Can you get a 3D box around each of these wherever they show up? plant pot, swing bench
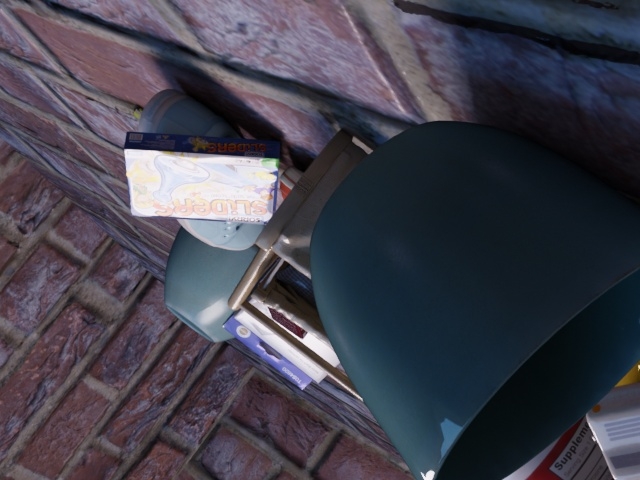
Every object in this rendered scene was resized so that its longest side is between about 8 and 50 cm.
[{"bbox_3d":[0.129,0.039,0.874,0.235,0.293,0.293,47,173,27],"label":"plant pot"},{"bbox_3d":[-0.218,0.099,2.168,0.290,0.195,0.290,35,167,9],"label":"plant pot"},{"bbox_3d":[0.053,0.049,1.217,0.253,0.165,0.254,36,150,4],"label":"swing bench"}]

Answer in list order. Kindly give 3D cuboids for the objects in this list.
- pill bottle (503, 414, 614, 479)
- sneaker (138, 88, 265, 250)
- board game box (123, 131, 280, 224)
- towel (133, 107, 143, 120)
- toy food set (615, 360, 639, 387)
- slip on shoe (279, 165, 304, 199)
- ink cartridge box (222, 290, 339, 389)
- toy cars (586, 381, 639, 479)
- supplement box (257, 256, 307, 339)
[{"bbox_3d":[0.331,0.292,1.322,0.408,0.229,0.229,37,167,0],"label":"pill bottle"},{"bbox_3d":[-0.142,-0.068,1.517,0.150,0.135,0.366,33,168,30],"label":"sneaker"},{"bbox_3d":[-0.157,-0.082,1.377,0.201,0.035,0.136,3,141,-2],"label":"board game box"},{"bbox_3d":[-0.279,-0.191,1.722,0.083,0.009,0.060,40,168,-12],"label":"towel"},{"bbox_3d":[0.312,0.115,1.133,0.218,0.071,0.128,-3,107,63],"label":"toy food set"},{"bbox_3d":[0.000,0.000,1.458,0.123,0.101,0.331,34,166,21],"label":"slip on shoe"},{"bbox_3d":[-0.055,0.180,2.031,0.223,0.224,0.045,38,-151,-9],"label":"ink cartridge box"},{"bbox_3d":[0.334,0.313,1.110,0.177,0.087,0.393,15,132,10],"label":"toy cars"},{"bbox_3d":[-0.028,0.075,1.728,0.073,0.130,0.239,34,168,14],"label":"supplement box"}]
